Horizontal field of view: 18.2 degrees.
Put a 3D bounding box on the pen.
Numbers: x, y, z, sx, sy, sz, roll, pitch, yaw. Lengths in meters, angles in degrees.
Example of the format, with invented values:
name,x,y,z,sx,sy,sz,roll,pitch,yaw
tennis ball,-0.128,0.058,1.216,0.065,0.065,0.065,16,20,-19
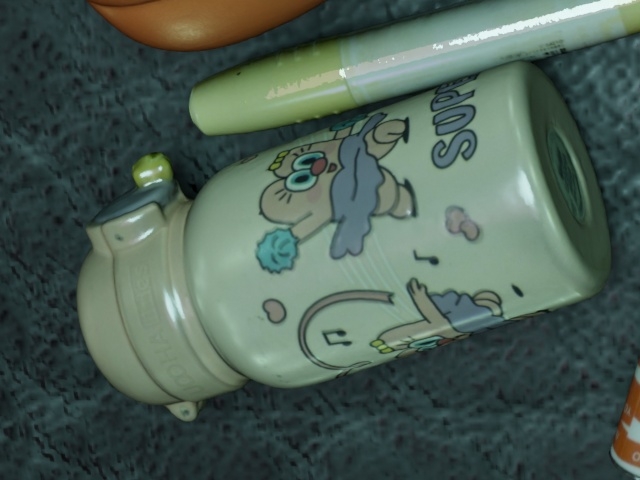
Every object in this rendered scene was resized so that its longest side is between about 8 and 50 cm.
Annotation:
name,x,y,z,sx,sy,sz,roll,pitch,yaw
pen,0.057,-0.079,0.791,0.233,0.040,0.032,-13,100,15

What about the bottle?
name,x,y,z,sx,sy,sz,roll,pitch,yaw
bottle,0.000,0.000,0.791,0.209,0.097,0.110,-18,106,20

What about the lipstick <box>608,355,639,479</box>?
name,x,y,z,sx,sy,sz,roll,pitch,yaw
lipstick,0.150,0.033,0.786,0.038,0.038,0.131,19,108,12

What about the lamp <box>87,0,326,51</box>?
name,x,y,z,sx,sy,sz,roll,pitch,yaw
lamp,-0.038,-0.167,0.718,0.164,0.187,0.188,-28,94,18
